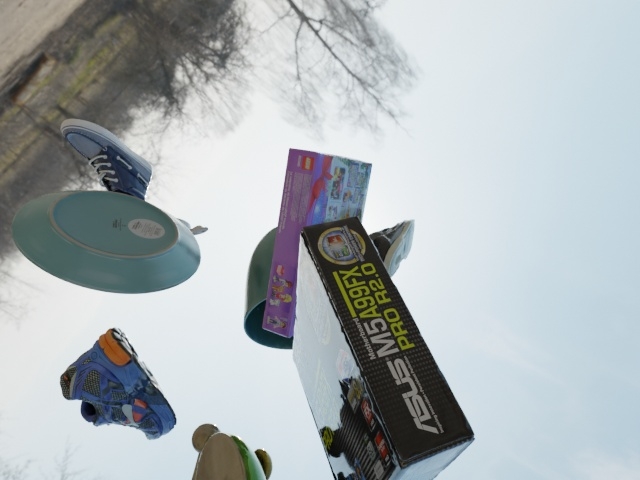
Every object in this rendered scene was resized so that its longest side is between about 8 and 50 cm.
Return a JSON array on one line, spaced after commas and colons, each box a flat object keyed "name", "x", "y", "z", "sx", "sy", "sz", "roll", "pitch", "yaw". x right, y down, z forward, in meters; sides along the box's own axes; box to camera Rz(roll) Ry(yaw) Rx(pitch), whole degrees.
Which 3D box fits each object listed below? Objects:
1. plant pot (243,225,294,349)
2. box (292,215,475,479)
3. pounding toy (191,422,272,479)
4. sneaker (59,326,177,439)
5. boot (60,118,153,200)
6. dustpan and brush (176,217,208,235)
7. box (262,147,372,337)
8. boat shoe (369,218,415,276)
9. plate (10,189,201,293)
[{"name": "plant pot", "x": -0.050, "y": 0.097, "z": 1.211, "sx": 0.293, "sy": 0.293, "sz": 0.235, "roll": -33, "pitch": -133, "yaw": 25}, {"name": "box", "x": 0.034, "y": 0.144, "z": 0.489, "sx": 0.060, "sy": 0.270, "sz": 0.216, "roll": -13, "pitch": -126, "yaw": -16}, {"name": "pounding toy", "x": -0.127, "y": 0.398, "z": 0.788, "sx": 0.237, "sy": 0.110, "sz": 0.183, "roll": -10, "pitch": -107, "yaw": 54}, {"name": "sneaker", "x": -0.246, "y": 0.190, "z": 0.599, "sx": 0.087, "sy": 0.221, "sz": 0.083, "roll": -31, "pitch": -129, "yaw": -21}, {"name": "boot", "x": -0.391, "y": -0.139, "z": 0.899, "sx": 0.069, "sy": 0.190, "sz": 0.086, "roll": -18, "pitch": -123, "yaw": 29}, {"name": "dustpan and brush", "x": -0.349, "y": -0.021, "z": 1.197, "sx": 0.211, "sy": 0.147, "sz": 0.060, "roll": -19, "pitch": -117, "yaw": 32}, {"name": "box", "x": 0.000, "y": 0.000, "z": 0.834, "sx": 0.057, "sy": 0.201, "sz": 0.293, "roll": 14, "pitch": -80, "yaw": 28}, {"name": "boat shoe", "x": 0.130, "y": 0.001, "z": 0.928, "sx": 0.079, "sy": 0.084, "sz": 0.233, "roll": 13, "pitch": -161, "yaw": 21}, {"name": "plate", "x": -0.216, "y": -0.011, "z": 0.516, "sx": 0.188, "sy": 0.188, "sz": 0.024, "roll": -105, "pitch": -145, "yaw": -59}]
